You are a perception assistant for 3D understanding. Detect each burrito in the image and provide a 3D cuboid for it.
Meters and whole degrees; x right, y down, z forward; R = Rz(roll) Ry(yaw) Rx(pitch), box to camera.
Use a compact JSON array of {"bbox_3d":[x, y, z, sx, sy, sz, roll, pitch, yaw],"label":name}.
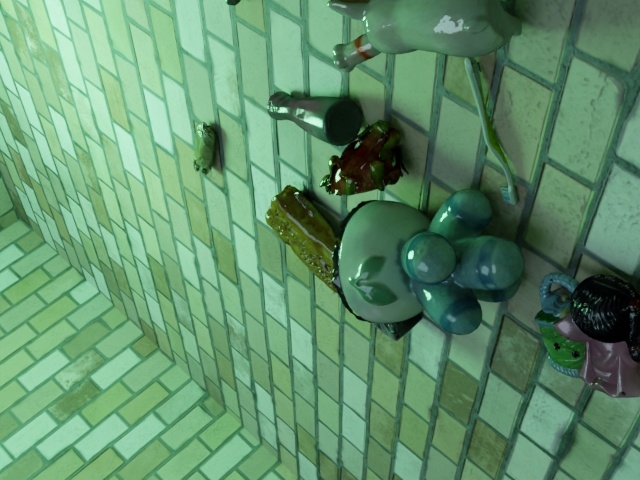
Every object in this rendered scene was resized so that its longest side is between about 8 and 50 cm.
[{"bbox_3d":[-0.277,-0.219,2.087,0.058,0.045,0.188,37,149,13],"label":"burrito"}]

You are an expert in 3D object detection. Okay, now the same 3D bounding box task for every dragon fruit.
[{"bbox_3d":[0.086,-0.139,1.559,0.138,0.142,0.175,-105,28,-64],"label":"dragon fruit"}]

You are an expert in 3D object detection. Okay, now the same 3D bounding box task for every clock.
[{"bbox_3d":[0.425,0.135,1.373,0.194,0.100,0.195,24,141,45],"label":"clock"}]

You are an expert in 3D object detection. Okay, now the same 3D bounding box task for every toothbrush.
[{"bbox_3d":[0.264,-0.163,1.340,0.026,0.022,0.263,6,130,40],"label":"toothbrush"}]

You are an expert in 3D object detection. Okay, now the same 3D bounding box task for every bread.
[{"bbox_3d":[-0.002,0.001,1.894,0.271,0.077,0.139,45,149,10],"label":"bread"}]

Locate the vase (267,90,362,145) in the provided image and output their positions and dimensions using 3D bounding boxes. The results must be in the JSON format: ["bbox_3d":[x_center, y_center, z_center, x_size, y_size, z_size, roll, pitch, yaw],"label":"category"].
[{"bbox_3d":[-0.020,-0.236,1.633,0.214,0.086,0.086,25,143,50],"label":"vase"}]

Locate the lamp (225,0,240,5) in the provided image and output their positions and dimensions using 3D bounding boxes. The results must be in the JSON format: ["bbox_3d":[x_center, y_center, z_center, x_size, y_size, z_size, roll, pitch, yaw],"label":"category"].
[{"bbox_3d":[-0.218,-0.489,1.635,0.163,0.091,0.091,31,150,6],"label":"lamp"}]

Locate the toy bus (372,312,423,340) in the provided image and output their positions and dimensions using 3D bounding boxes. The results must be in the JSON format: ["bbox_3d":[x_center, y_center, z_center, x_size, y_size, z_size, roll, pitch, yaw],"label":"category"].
[{"bbox_3d":[0.136,0.099,1.785,0.108,0.096,0.198,28,148,47],"label":"toy bus"}]

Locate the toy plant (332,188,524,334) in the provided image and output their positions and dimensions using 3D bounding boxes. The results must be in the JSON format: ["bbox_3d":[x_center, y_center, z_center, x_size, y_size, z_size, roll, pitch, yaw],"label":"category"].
[{"bbox_3d":[0.206,0.038,1.490,0.332,0.247,0.247,1,125,49],"label":"toy plant"}]

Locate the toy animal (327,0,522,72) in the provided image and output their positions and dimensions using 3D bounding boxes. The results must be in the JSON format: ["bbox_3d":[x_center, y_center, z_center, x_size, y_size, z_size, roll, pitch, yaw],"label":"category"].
[{"bbox_3d":[0.132,-0.315,1.208,0.283,0.138,0.140,9,140,43],"label":"toy animal"}]
